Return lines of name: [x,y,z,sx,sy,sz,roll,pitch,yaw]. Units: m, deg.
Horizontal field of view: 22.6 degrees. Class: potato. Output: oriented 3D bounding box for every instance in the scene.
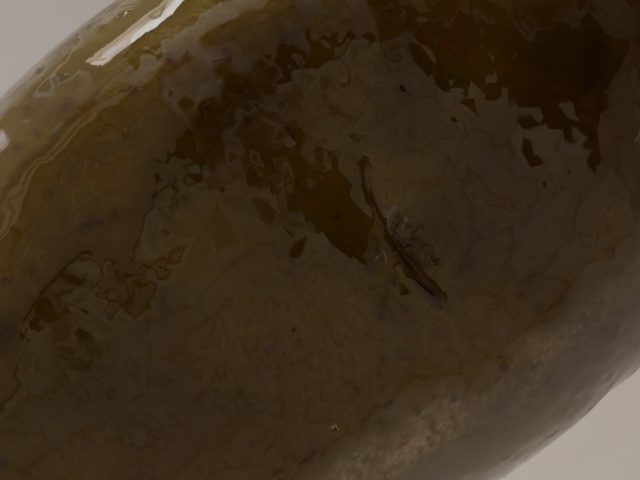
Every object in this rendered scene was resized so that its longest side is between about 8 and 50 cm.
potato: [0.000,0.000,0.524,0.369,0.176,0.195,-34,-37,-24]
